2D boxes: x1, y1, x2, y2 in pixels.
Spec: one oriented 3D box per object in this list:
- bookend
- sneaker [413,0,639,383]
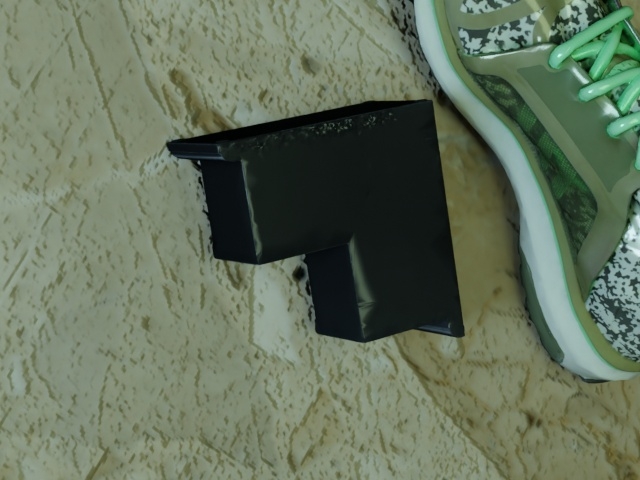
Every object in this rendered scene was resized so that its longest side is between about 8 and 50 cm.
[{"bbox_3d":[0.000,0.000,0.996,0.156,0.072,0.157,-15,101,-29],"label":"bookend"},{"bbox_3d":[0.205,-0.081,1.045,0.158,0.182,0.410,-37,114,-28],"label":"sneaker"}]
